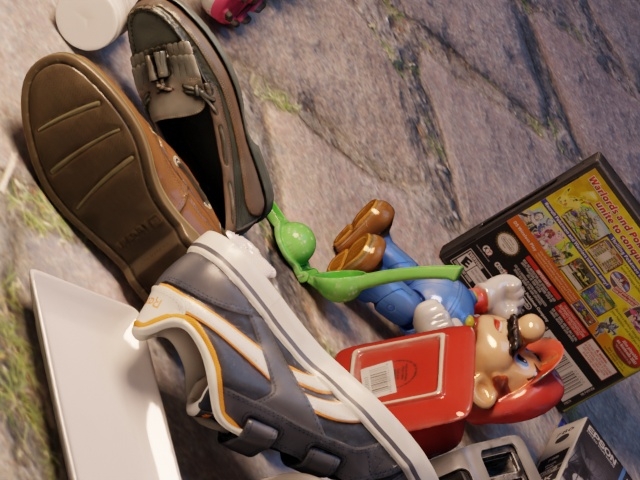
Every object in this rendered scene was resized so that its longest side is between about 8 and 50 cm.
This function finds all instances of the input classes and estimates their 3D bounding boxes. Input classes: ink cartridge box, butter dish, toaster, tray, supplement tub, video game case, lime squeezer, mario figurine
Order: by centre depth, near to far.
[{"bbox_3d":[-0.182,0.159,1.623,0.145,0.030,0.270,25,40,-49],"label":"tray"},{"bbox_3d":[-0.223,-0.242,1.976,0.071,0.071,0.107,53,24,-9],"label":"supplement tub"},{"bbox_3d":[0.168,0.302,1.994,0.186,0.110,0.168,1,65,-61],"label":"toaster"},{"bbox_3d":[0.095,0.181,2.004,0.160,0.160,0.118,-82,157,-54],"label":"butter dish"},{"bbox_3d":[0.000,0.000,2.078,0.310,0.110,0.059,32,36,19],"label":"lime squeezer"},{"bbox_3d":[0.170,0.077,2.194,0.320,0.170,0.198,41,63,-17],"label":"mario figurine"},{"bbox_3d":[0.330,0.328,2.334,0.165,0.065,0.332,54,24,-6],"label":"ink cartridge box"},{"bbox_3d":[0.330,0.058,2.426,0.275,0.248,0.035,52,27,-12],"label":"video game case"}]

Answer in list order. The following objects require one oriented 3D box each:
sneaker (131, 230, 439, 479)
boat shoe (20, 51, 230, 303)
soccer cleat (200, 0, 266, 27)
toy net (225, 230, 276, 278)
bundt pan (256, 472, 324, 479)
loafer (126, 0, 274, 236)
[{"bbox_3d":[-0.037,0.150,1.713,0.321,0.127,0.126,47,-19,-3],"label":"sneaker"},{"bbox_3d":[-0.175,-0.044,1.803,0.307,0.111,0.104,60,16,-10],"label":"boat shoe"},{"bbox_3d":[-0.100,-0.349,2.310,0.143,0.116,0.331,41,22,2],"label":"soccer cleat"},{"bbox_3d":[-0.084,0.093,1.877,0.122,0.045,0.232,1,51,-27],"label":"toy net"},{"bbox_3d":[0.007,0.338,1.607,0.331,0.124,0.331,51,23,-31],"label":"bundt pan"},{"bbox_3d":[-0.128,-0.122,1.950,0.084,0.096,0.267,-49,119,-50],"label":"loafer"}]
